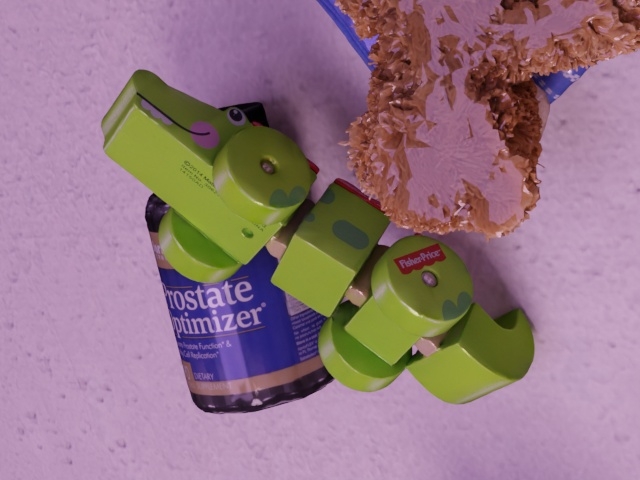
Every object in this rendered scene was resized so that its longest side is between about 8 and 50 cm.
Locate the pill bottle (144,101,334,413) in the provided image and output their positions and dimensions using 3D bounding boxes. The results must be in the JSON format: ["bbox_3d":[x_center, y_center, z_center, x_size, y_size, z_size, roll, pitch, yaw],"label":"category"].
[{"bbox_3d":[-0.064,0.011,1.120,0.123,0.123,0.219,-5,103,41],"label":"pill bottle"}]

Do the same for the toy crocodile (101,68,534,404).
[{"bbox_3d":[0.000,0.000,1.005,0.340,0.105,0.115,35,139,-3],"label":"toy crocodile"}]

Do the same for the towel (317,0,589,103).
[{"bbox_3d":[0.116,-0.222,0.929,0.243,0.040,0.336,54,132,8],"label":"towel"}]

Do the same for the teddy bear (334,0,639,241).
[{"bbox_3d":[0.097,-0.174,0.894,0.245,0.113,0.338,-10,96,32],"label":"teddy bear"}]
